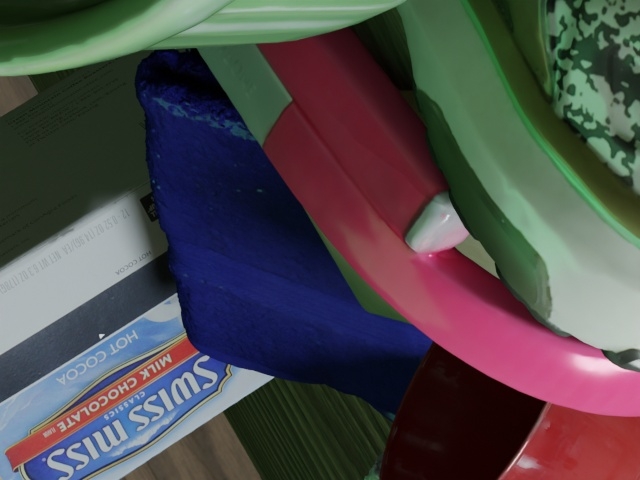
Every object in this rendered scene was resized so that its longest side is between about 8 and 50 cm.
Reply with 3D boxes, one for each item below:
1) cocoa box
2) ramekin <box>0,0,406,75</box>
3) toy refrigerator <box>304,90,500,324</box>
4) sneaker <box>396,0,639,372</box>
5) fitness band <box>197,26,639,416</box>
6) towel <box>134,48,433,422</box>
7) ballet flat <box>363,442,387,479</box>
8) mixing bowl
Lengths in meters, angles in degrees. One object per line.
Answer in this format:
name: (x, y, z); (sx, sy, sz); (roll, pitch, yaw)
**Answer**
cocoa box: (-0.176, 0.022, 1.604); (0.231, 0.347, 0.228); (41, 160, 54)
ramekin: (-0.049, -0.199, 0.605); (0.148, 0.303, 0.303); (-3, -129, -55)
toy refrigerator: (0.084, -0.016, 1.014); (0.102, 0.094, 0.269); (60, 165, -13)
sneaker: (0.081, -0.168, 0.680); (0.410, 0.158, 0.182); (58, 137, 13)
fitness band: (0.067, -0.054, 0.789); (0.291, 0.209, 0.054); (56, 130, 29)
towel: (0.000, 0.000, 1.312); (0.228, 0.076, 0.308); (19, 148, 17)
ballet flat: (0.163, 0.237, 1.187); (0.409, 0.147, 0.147); (36, 156, 45)
mixing bowl: (0.123, 0.102, 1.084); (0.098, 0.181, 0.181); (30, 176, -17)
